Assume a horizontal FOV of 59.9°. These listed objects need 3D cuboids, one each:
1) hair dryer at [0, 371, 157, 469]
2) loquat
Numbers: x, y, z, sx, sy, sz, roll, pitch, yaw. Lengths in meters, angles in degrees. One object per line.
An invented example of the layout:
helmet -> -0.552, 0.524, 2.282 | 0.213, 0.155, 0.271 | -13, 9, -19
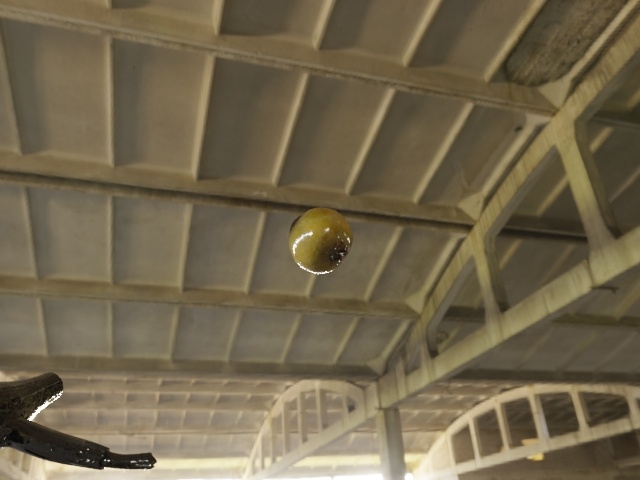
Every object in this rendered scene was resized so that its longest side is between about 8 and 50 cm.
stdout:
hair dryer -> -0.270, 0.201, 0.584 | 0.219, 0.075, 0.195 | 15, 3, 6
loquat -> 0.000, 0.000, 1.249 | 0.163, 0.163, 0.137 | -23, -43, 31
